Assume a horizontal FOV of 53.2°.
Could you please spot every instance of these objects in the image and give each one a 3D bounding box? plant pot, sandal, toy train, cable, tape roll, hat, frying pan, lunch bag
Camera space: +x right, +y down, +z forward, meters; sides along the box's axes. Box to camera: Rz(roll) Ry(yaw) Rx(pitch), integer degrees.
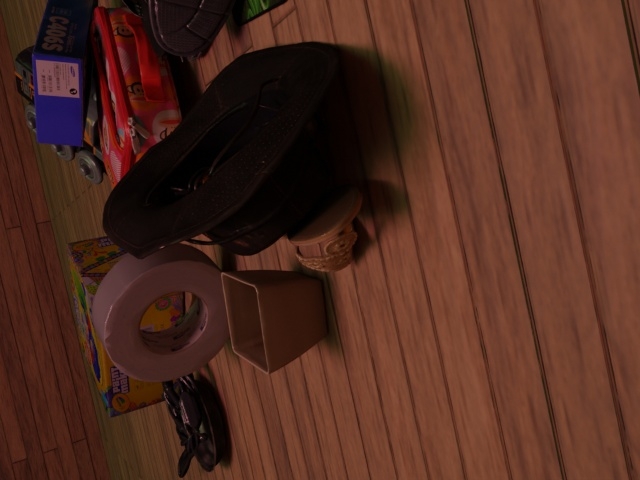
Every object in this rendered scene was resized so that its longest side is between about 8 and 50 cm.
[{"bbox_3d":[-0.053,0.089,0.798,0.109,0.096,0.109,13,112,59],"label":"plant pot"},{"bbox_3d":[-0.253,-0.342,0.887,0.067,0.040,0.179,-24,84,61],"label":"sandal"},{"bbox_3d":[-0.498,-0.262,1.325,0.334,0.142,0.190,38,140,16],"label":"toy train"},{"bbox_3d":[0.005,-0.004,0.706,0.079,0.088,0.240,50,165,-18],"label":"sandal"},{"bbox_3d":[-0.271,0.322,1.262,0.184,0.047,0.150,64,151,20],"label":"cable"},{"bbox_3d":[-0.245,0.116,1.023,0.072,0.219,0.219,38,133,48],"label":"tape roll"},{"bbox_3d":[-0.078,-0.074,0.695,0.134,0.331,0.331,45,167,-31],"label":"hat"},{"bbox_3d":[-0.247,0.427,1.330,0.197,0.053,0.325,38,133,48],"label":"frying pan"},{"bbox_3d":[-0.301,-0.233,1.053,0.258,0.120,0.293,122,135,-56],"label":"lunch bag"}]

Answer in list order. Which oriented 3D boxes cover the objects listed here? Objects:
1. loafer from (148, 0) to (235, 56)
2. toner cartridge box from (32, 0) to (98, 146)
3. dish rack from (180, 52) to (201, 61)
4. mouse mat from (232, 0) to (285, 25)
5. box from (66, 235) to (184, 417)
[{"bbox_3d":[-0.144,-0.377,0.767,0.095,0.109,0.302,-108,29,-50],"label":"loafer"},{"bbox_3d":[-0.438,-0.330,1.117,0.347,0.075,0.165,-105,26,-45],"label":"toner cartridge box"},{"bbox_3d":[-0.223,-0.403,0.916,0.208,0.074,0.271,-42,67,60],"label":"dish rack"},{"bbox_3d":[-0.086,-0.364,0.759,0.153,0.007,0.189,8,110,59],"label":"mouse mat"},{"bbox_3d":[-0.433,0.177,1.429,0.279,0.177,0.289,44,137,46],"label":"box"}]
